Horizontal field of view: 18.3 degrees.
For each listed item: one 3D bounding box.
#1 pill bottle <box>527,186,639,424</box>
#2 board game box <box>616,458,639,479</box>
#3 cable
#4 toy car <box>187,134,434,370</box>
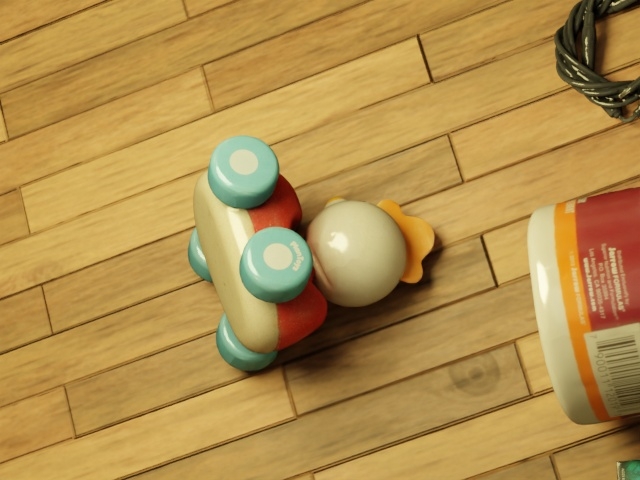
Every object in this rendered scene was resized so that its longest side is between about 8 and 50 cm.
[{"bbox_3d":[0.413,0.039,1.916,0.392,0.224,0.224,-11,70,14],"label":"pill bottle"},{"bbox_3d":[0.360,0.306,1.957,0.126,0.026,0.186,-7,72,16],"label":"board game box"},{"bbox_3d":[0.340,-0.223,2.123,0.150,0.047,0.184,41,91,29],"label":"cable"},{"bbox_3d":[0.000,0.000,2.104,0.238,0.219,0.210,-13,66,-17],"label":"toy car"}]
